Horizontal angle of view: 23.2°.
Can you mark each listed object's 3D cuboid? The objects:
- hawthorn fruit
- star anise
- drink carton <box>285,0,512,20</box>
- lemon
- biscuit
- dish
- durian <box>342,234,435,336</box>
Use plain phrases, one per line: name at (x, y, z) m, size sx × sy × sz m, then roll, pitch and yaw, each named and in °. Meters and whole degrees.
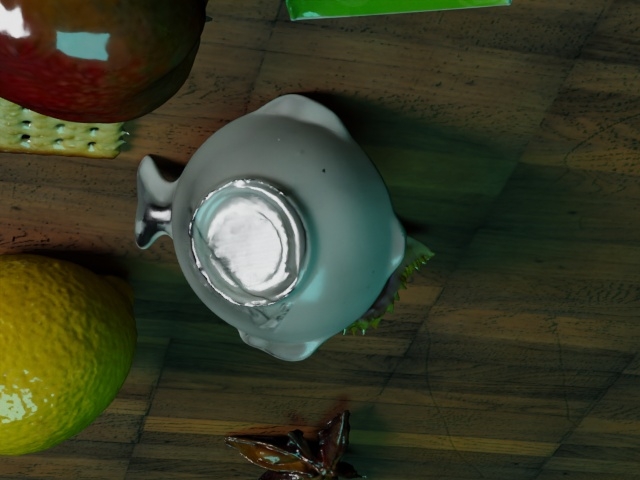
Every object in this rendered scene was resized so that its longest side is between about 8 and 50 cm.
hawthorn fruit at (-0.189, -0.173, 0.992) m, size 0.248 × 0.208 × 0.208 m, roll 1°, pitch 147°, yaw 0°
star anise at (-0.030, 0.255, 1.801) m, size 0.157 × 0.054 × 0.212 m, roll -6°, pitch 148°, yaw 4°
drink carton at (0.045, -0.263, 0.960) m, size 0.161 × 0.108 × 0.271 m, roll -3°, pitch 148°, yaw 4°
lemon at (-0.273, 0.102, 1.431) m, size 0.244 × 0.187 × 0.187 m, roll -25°, pitch 156°, yaw -27°
biscuit at (-0.211, -0.136, 1.216) m, size 0.139 × 0.016 × 0.231 m, roll 4°, pitch 147°, yaw -10°
dish at (-0.057, -0.007, 1.270) m, size 0.246 × 0.224 × 0.078 m, roll 9°, pitch -166°, yaw 20°
durian at (0.000, 0.000, 1.384) m, size 0.132 × 0.165 × 0.182 m, roll -54°, pitch 161°, yaw 3°
